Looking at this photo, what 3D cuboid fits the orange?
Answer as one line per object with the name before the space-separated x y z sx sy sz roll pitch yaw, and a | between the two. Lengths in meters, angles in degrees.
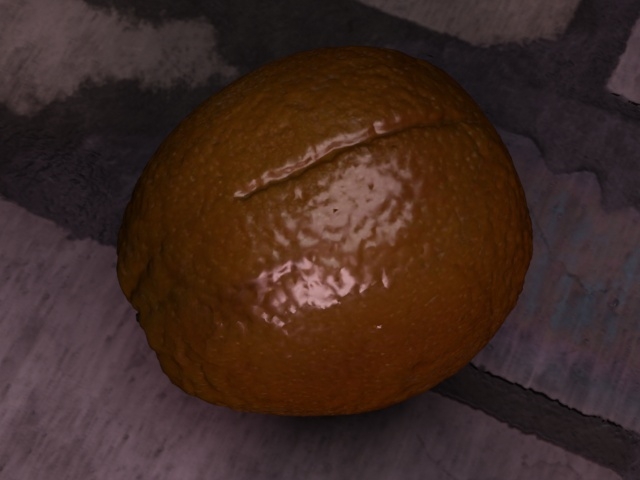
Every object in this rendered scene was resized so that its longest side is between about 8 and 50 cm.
orange | 0.000 0.000 1.524 0.357 0.322 0.322 -26 71 -10
